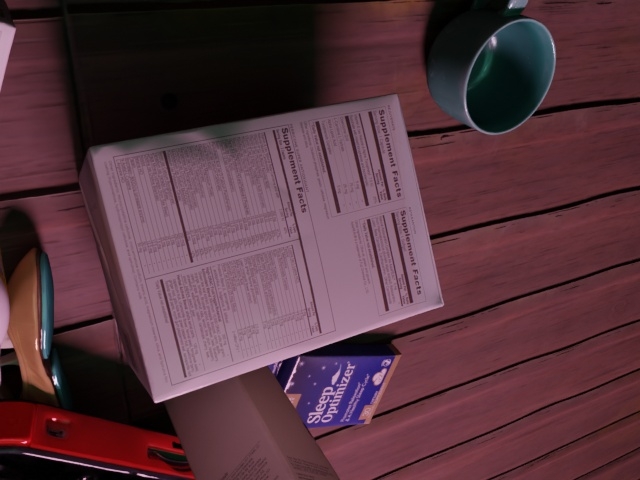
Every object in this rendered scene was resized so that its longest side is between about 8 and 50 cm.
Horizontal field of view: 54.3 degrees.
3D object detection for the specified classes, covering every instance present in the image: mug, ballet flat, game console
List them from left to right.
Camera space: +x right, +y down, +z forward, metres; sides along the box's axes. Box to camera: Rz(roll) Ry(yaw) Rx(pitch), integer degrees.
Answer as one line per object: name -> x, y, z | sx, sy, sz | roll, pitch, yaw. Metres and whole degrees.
ballet flat -> -0.305, 0.114, 0.641 | 0.073, 0.080, 0.232 | -4, 121, -16
game console -> -0.316, 0.334, 0.753 | 0.342, 0.060, 0.387 | -41, 133, 21
mug -> 0.195, -0.211, 0.719 | 0.130, 0.097, 0.157 | 23, 105, -38

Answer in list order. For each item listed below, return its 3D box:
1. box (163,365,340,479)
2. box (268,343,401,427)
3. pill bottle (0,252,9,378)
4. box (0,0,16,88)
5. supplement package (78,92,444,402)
box -> -0.086, 0.222, 0.705 | 0.094, 0.275, 0.113 | 33, 100, -41
box -> 0.002, 0.213, 0.913 | 0.225, 0.036, 0.136 | 7, 114, -33
pill bottle -> -0.260, 0.026, 0.384 | 0.119, 0.208, 0.119 | -16, 126, -23
box -> -0.320, -0.096, 0.479 | 0.114, 0.103, 0.203 | 10, 113, -35
supplement package -> -0.064, -0.002, 0.585 | 0.263, 0.199, 0.197 | -15, 95, -22
